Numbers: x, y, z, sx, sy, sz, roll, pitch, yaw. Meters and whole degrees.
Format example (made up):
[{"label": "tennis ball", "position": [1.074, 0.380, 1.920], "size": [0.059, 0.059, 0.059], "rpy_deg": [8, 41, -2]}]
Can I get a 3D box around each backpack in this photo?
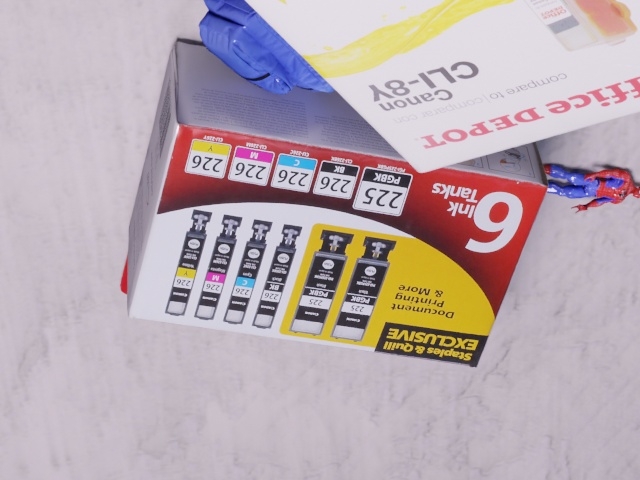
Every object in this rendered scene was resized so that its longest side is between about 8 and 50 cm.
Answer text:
[{"label": "backpack", "position": [-0.029, -0.167, 1.542], "size": [0.120, 0.098, 0.101], "rpy_deg": [35, 92, -38]}]

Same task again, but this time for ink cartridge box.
[{"label": "ink cartridge box", "position": [0.094, -0.234, 1.376], "size": [0.279, 0.160, 0.385], "rpy_deg": [-14, 143, 31]}, {"label": "ink cartridge box", "position": [0.000, 0.000, 1.655], "size": [0.309, 0.130, 0.272], "rpy_deg": [9, 127, -12]}]

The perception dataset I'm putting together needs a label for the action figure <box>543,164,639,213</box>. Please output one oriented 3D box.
[{"label": "action figure", "position": [0.232, -0.046, 1.705], "size": [0.115, 0.030, 0.038], "rpy_deg": [4, 121, -10]}]
